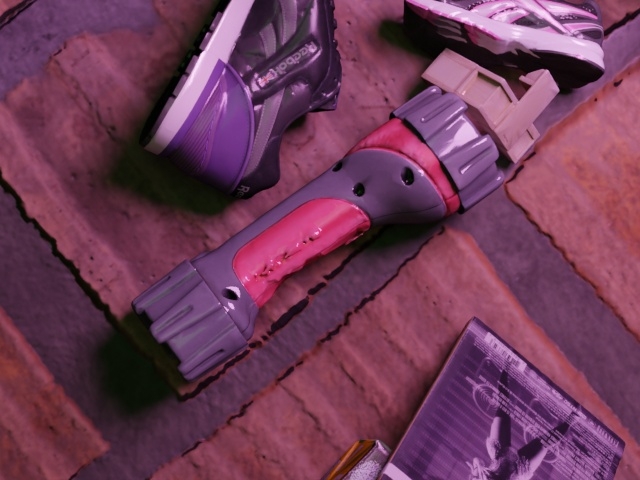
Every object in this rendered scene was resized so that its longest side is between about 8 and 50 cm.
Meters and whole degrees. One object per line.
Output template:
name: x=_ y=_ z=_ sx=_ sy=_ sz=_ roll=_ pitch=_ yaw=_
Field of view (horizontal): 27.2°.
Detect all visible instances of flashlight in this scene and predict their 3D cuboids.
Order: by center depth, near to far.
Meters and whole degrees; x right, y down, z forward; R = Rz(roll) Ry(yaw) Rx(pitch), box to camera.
flashlight: x=0.000 y=0.000 z=1.053 sx=0.304 sy=0.103 sz=0.103 roll=-36 pitch=88 yaw=-8

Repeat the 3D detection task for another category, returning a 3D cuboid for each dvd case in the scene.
dvd case: x=0.142 y=0.171 z=1.001 sx=0.164 sy=0.018 sz=0.221 roll=40 pitch=38 yaw=-1

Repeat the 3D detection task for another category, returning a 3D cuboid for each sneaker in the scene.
sneaker: x=-0.027 y=-0.167 z=1.089 sx=0.124 sy=0.107 sz=0.283 roll=31 pitch=85 yaw=-13
sneaker: x=0.154 y=-0.186 z=1.111 sx=0.178 sy=0.072 sz=0.077 roll=17 pitch=68 yaw=-7

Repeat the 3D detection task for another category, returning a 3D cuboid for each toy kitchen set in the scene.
toy kitchen set: x=0.146 y=-0.125 z=1.104 sx=0.068 sy=0.083 sz=0.075 roll=-48 pitch=48 yaw=-5

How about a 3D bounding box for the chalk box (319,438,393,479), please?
chalk box: x=0.068 y=0.270 z=1.005 sx=0.132 sy=0.132 sz=0.213 roll=-44 pitch=87 yaw=-9
